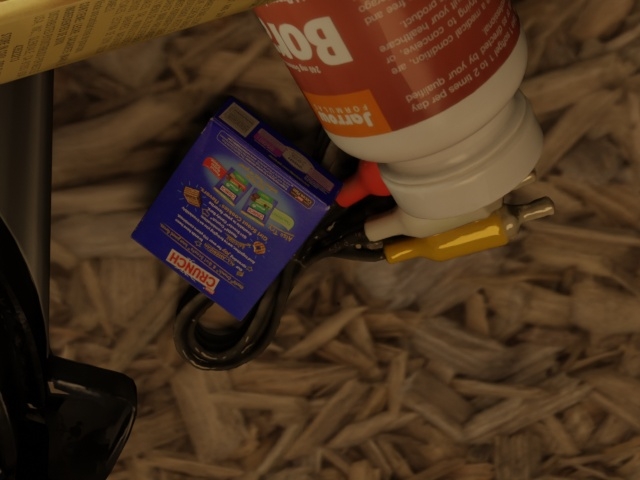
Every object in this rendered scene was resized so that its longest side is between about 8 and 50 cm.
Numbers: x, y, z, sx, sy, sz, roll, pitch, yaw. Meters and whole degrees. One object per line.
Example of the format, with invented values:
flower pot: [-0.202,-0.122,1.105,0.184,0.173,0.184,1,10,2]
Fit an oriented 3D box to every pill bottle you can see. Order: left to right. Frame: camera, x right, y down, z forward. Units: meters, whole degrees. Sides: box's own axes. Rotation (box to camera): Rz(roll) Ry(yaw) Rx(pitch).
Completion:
pill bottle: [0.035,-0.120,0.684,0.121,0.121,0.216,-25,120,12]

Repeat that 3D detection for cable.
cable: [0.000,0.000,0.849,0.287,0.072,0.139,-32,125,19]

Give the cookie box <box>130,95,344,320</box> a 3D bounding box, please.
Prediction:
cookie box: [-0.053,-0.019,0.818,0.092,0.040,0.107,38,120,-2]

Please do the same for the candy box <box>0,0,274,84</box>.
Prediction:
candy box: [-0.018,-0.196,0.517,0.316,0.183,0.087,-21,177,-20]

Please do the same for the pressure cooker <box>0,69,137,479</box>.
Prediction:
pressure cooker: [-0.301,-0.002,0.551,0.370,0.420,0.375,-19,134,6]
